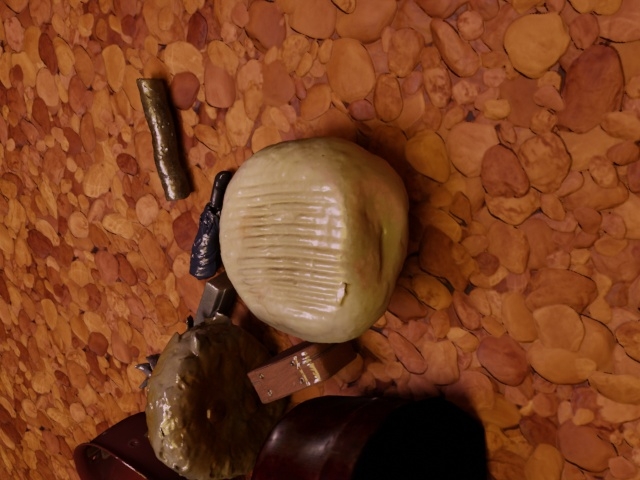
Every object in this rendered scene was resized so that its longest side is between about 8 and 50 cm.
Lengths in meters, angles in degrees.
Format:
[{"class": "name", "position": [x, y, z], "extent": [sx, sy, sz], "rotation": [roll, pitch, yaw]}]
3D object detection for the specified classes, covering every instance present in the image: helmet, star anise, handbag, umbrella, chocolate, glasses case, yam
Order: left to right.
[{"class": "yam", "position": [-0.317, -0.207, 1.347], "extent": [0.061, 0.061, 0.253], "rotation": [-2, 106, 36]}, {"class": "helmet", "position": [-0.361, 0.540, 1.560], "extent": [0.385, 0.230, 0.338], "rotation": [34, 134, 6]}, {"class": "star anise", "position": [-0.352, 0.336, 1.582], "extent": [0.180, 0.061, 0.204], "rotation": [45, 130, 4]}, {"class": "glasses case", "position": [-0.231, 0.161, 1.420], "extent": [0.047, 0.071, 0.205], "rotation": [34, 124, 16]}, {"class": "umbrella", "position": [-0.217, -0.032, 1.349], "extent": [0.071, 0.071, 0.248], "rotation": [27, 115, 25]}, {"class": "handbag", "position": [-0.029, 0.231, 1.250], "extent": [0.193, 0.151, 0.072], "rotation": [-32, 84, 42]}, {"class": "chocolate", "position": [0.060, 0.442, 1.171], "extent": [0.331, 0.383, 0.384], "rotation": [-3, 106, 52]}]

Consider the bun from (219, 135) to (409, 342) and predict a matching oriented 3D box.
[{"class": "bun", "position": [0.000, 0.000, 1.104], "extent": [0.361, 0.213, 0.361], "rotation": [3, 95, 43]}]

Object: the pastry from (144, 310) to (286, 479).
[{"class": "pastry", "position": [-0.211, 0.320, 1.317], "extent": [0.136, 0.329, 0.330], "rotation": [-3, 106, 43]}]
